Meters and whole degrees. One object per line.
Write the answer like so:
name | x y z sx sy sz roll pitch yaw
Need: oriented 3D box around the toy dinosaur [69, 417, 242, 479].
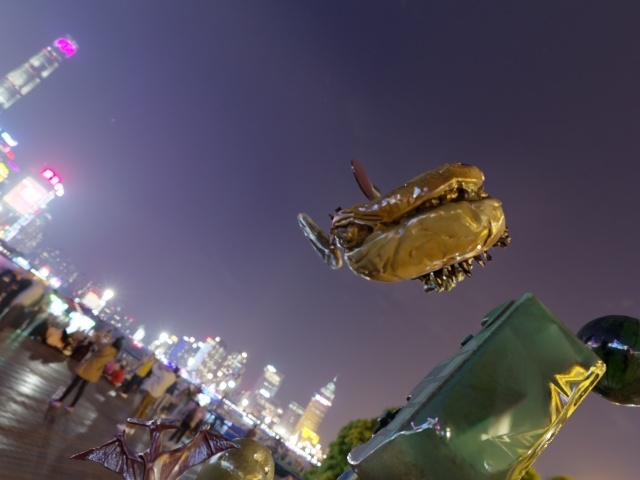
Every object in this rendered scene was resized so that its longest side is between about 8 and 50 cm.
toy dinosaur | -0.203 0.263 0.500 0.219 0.108 0.032 -5 -44 1

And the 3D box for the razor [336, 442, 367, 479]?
razor | 0.056 0.412 0.728 0.040 0.135 0.068 51 -27 18

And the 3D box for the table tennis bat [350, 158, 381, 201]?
table tennis bat | 0.100 -0.121 0.889 0.014 0.095 0.158 -26 -19 20

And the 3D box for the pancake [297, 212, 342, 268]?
pancake | -0.001 0.001 0.899 0.152 0.025 0.152 52 -10 13

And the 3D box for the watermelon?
watermelon | 0.821 0.321 1.126 0.242 0.242 0.242 28 -25 14

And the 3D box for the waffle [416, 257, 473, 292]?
waffle | 0.415 0.029 1.442 0.062 0.330 0.329 2 -11 -26

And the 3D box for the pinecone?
pinecone | 0.323 -0.008 1.059 0.246 0.246 0.292 39 -69 -9

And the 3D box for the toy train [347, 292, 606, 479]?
toy train | 0.169 0.202 0.471 0.129 0.326 0.159 47 -18 18

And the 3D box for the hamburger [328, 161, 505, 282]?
hamburger | 0.159 -0.016 0.729 0.318 0.318 0.158 -36 -110 65

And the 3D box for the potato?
potato | -0.217 0.575 1.011 0.193 0.157 0.157 -28 -55 14
